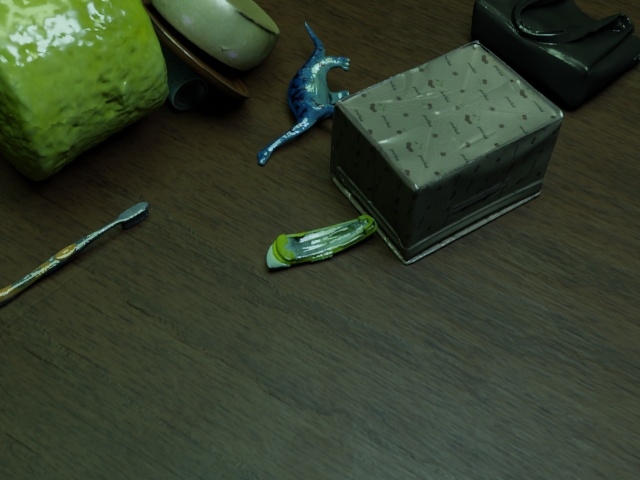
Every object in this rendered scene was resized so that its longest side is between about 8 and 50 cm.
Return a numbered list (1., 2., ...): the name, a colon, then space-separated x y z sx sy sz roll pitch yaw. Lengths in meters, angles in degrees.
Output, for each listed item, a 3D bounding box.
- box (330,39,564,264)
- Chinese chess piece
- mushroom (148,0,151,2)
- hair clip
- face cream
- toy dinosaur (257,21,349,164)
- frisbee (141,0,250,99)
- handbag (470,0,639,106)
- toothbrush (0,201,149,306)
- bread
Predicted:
1. box: 0.200 -0.150 1.386 0.297 0.190 0.225 -26 58 -21
2. Chinese chess piece: -0.191 -0.412 1.533 0.097 0.251 0.251 -49 61 17
3. mushroom: -0.464 -0.513 1.606 0.292 0.212 0.217 -26 48 1
4. hair clip: 0.000 0.000 1.357 0.188 0.033 0.060 -17 55 -9
5. face cream: -0.295 -0.333 1.561 0.075 0.075 0.229 -28 59 -22
6. toy dinosaur: -0.003 -0.259 1.526 0.144 0.076 0.329 10 64 12
7. frisbee: -0.220 -0.329 1.486 0.021 0.251 0.251 -48 62 12
8. handbag: 0.461 -0.403 1.641 0.257 0.113 0.285 -31 61 -31
9. toothbrush: -0.398 0.028 1.315 0.321 0.031 0.023 -34 61 -25
10. bread: -0.423 -0.293 1.358 0.308 0.348 0.348 -27 60 -24
